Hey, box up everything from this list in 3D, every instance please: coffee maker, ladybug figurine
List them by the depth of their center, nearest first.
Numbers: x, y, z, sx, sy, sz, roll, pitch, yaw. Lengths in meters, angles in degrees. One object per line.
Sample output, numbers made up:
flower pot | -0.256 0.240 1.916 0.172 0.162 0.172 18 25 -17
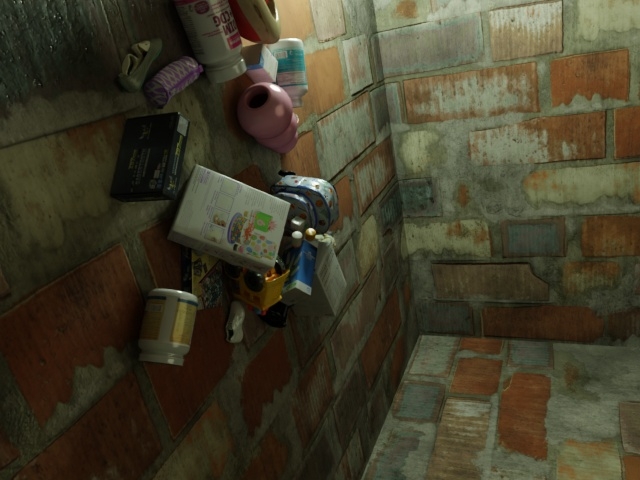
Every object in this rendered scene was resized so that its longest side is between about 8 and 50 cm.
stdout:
ladybug figurine | -0.273 -0.853 1.838 0.449 0.162 0.305 55 23 -58
coffee maker | -0.179 0.231 2.135 0.171 0.120 0.178 39 48 -25

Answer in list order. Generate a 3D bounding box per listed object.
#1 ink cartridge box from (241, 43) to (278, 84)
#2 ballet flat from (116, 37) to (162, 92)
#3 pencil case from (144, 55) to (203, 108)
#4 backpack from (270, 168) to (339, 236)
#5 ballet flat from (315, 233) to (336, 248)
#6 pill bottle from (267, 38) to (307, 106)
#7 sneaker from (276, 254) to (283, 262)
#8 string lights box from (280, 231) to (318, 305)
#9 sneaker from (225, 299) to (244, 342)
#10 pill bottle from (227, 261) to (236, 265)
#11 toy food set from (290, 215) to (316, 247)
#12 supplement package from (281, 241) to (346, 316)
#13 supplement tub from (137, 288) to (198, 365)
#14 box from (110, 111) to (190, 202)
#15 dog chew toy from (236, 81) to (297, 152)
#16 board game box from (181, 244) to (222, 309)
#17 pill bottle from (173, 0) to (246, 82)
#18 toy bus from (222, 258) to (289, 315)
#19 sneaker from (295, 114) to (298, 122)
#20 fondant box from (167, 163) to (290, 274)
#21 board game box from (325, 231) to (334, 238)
ink cartridge box | -0.229 -0.665 2.057 0.143 0.090 0.092 37 56 -61
ballet flat | -0.499 -0.503 1.491 0.068 0.072 0.213 49 46 -48
pencil case | -0.437 -0.476 1.604 0.206 0.088 0.086 -65 147 -45
backpack | -0.062 -0.136 2.194 0.213 0.263 0.276 -59 141 -49
ballet flat | 0.000 0.000 2.457 0.241 0.077 0.091 17 73 -42
pill bottle | -0.131 -0.676 2.206 0.146 0.146 0.264 -31 117 -62
sneaker | -0.201 0.059 2.024 0.134 0.146 0.343 -9 94 -65
string lights box | -0.089 0.109 2.094 0.077 0.133 0.259 32 48 -29
sneaker | -0.304 0.288 1.906 0.061 0.054 0.152 2 88 -62
pill bottle | -0.272 -0.011 1.862 0.215 0.117 0.117 -91 168 -63
toy food set | -0.131 -0.031 2.093 0.111 0.232 0.104 -47 157 -38
supplement package | -0.035 0.166 2.317 0.198 0.199 0.262 -66 146 -43
supplement tub | -0.431 0.246 1.522 0.144 0.144 0.199 37 56 -60
box | -0.454 -0.220 1.442 0.059 0.183 0.232 35 59 -60
dog chew toy | -0.182 -0.443 2.043 0.332 0.207 0.206 54 41 -64
board game box | -0.383 0.100 1.754 0.165 0.042 0.243 3 86 -65
pill bottle | -0.344 -0.663 1.723 0.160 0.160 0.283 -62 143 -46
toy bus | -0.239 0.158 1.909 0.149 0.220 0.211 -30 137 -53
sneaker | -0.142 -0.507 2.281 0.065 0.061 0.158 65 33 -30
fondant box | -0.281 -0.062 1.696 0.330 0.096 0.238 22 62 -18
board game box | 0.015 0.006 2.597 0.194 0.060 0.194 -5 94 -65
